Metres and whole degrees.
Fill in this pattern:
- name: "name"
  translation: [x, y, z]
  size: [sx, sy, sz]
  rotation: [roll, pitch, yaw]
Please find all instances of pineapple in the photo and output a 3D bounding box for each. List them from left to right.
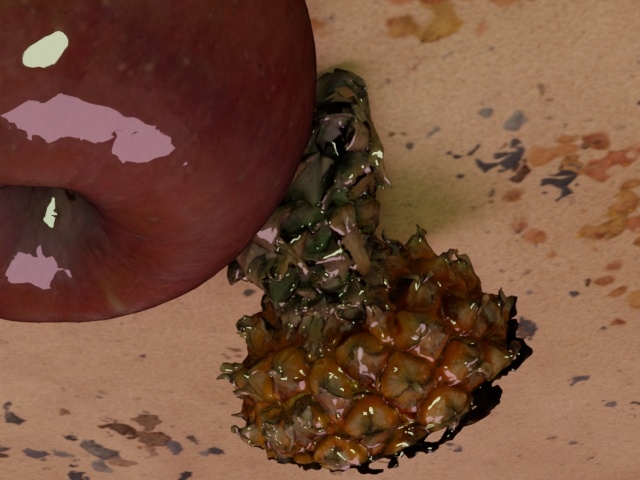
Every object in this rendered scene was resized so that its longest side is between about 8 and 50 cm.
- name: "pineapple"
  translation: [0.000, 0.000, 0.924]
  size: [0.262, 0.262, 0.272]
  rotation: [-16, 121, 15]

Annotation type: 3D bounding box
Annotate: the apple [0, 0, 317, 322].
- name: "apple"
  translation: [-0.151, -0.094, 0.717]
  size: [0.305, 0.235, 0.306]
  rotation: [-1, 144, -1]
